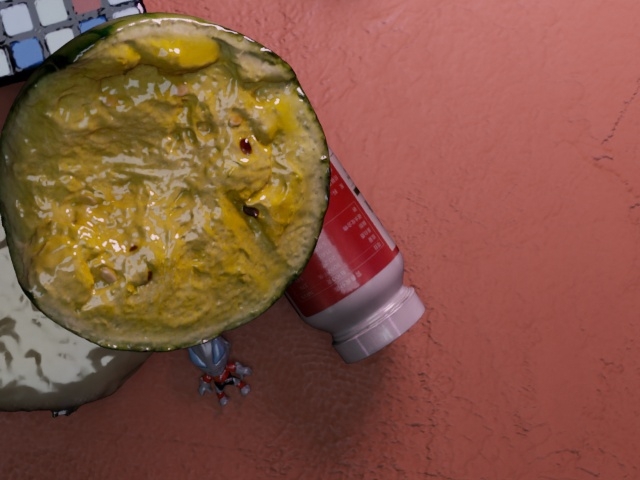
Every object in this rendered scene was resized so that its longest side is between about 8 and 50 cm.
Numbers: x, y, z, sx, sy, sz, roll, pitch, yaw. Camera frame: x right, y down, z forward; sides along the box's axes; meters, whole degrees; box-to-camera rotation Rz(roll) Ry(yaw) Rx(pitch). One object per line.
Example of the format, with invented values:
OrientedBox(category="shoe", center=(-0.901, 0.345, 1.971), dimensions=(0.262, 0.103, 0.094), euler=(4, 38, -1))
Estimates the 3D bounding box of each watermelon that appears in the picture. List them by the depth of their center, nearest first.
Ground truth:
OrientedBox(category="watermelon", center=(-0.163, -0.075, 1.608), dimensions=(0.331, 0.189, 0.330), euler=(-11, 119, -21))

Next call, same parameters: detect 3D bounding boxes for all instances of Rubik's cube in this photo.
OrientedBox(category="Rubik's cube", center=(-0.281, -0.261, 1.685), dimensions=(0.182, 0.187, 0.184), euler=(-16, 98, -5))

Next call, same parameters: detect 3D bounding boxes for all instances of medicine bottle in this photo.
OrientedBox(category="medicine bottle", center=(0.000, 0.000, 1.762), dimensions=(0.131, 0.131, 0.250), euler=(-35, 97, -2))

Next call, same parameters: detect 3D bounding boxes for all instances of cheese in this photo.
OrientedBox(category="cheese", center=(-0.312, 0.046, 1.744), dimensions=(0.318, 0.115, 0.326), euler=(36, 92, -7))

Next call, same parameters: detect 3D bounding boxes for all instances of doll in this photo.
OrientedBox(category="doll", center=(-0.120, 0.127, 1.807), dimensions=(0.057, 0.039, 0.114), euler=(-15, 109, 38))
